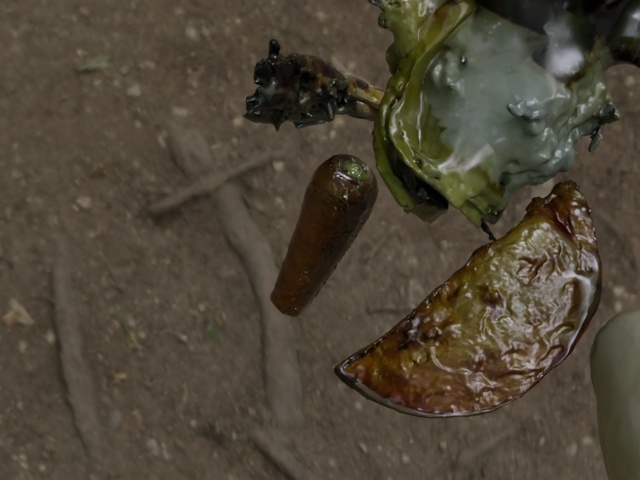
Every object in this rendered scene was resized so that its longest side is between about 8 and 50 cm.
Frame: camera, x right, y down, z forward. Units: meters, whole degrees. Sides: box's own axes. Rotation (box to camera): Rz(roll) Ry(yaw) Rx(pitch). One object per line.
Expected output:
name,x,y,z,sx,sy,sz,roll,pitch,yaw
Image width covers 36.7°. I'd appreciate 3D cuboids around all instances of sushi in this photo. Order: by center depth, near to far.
sushi,0.129,-0.139,0.565,0.291,0.139,0.131,-53,50,10

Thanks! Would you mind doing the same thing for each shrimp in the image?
shrimp,0.032,-0.122,0.928,0.178,0.289,0.075,24,100,12

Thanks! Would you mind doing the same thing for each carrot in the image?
carrot,0.000,0.000,0.774,0.055,0.161,0.055,13,42,-12

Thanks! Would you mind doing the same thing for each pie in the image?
pie,0.105,0.043,0.564,0.191,0.033,0.088,-39,64,-7

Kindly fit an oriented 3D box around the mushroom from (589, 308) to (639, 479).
mushroom,0.261,0.232,0.547,0.325,0.353,0.353,18,58,25
